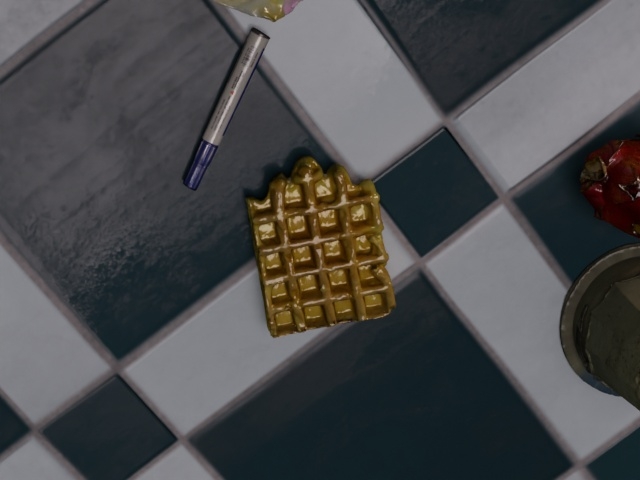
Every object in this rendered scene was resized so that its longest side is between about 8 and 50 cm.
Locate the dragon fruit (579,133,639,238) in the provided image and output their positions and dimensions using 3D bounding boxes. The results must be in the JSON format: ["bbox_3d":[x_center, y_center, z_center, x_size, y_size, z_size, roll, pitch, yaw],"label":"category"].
[{"bbox_3d":[0.424,-0.049,1.941,0.246,0.125,0.125,29,88,-35],"label":"dragon fruit"}]

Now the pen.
[{"bbox_3d":[-0.110,-0.151,1.845,0.025,0.025,0.204,22,104,-17],"label":"pen"}]

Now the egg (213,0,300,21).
[{"bbox_3d":[-0.122,-0.377,1.695,0.271,0.162,0.206,45,61,-52],"label":"egg"}]

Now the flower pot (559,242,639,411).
[{"bbox_3d":[0.422,0.127,1.948,0.212,0.202,0.212,-2,105,-9],"label":"flower pot"}]

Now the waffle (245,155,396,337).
[{"bbox_3d":[0.000,0.000,1.901,0.160,0.055,0.211,-10,109,-6],"label":"waffle"}]
